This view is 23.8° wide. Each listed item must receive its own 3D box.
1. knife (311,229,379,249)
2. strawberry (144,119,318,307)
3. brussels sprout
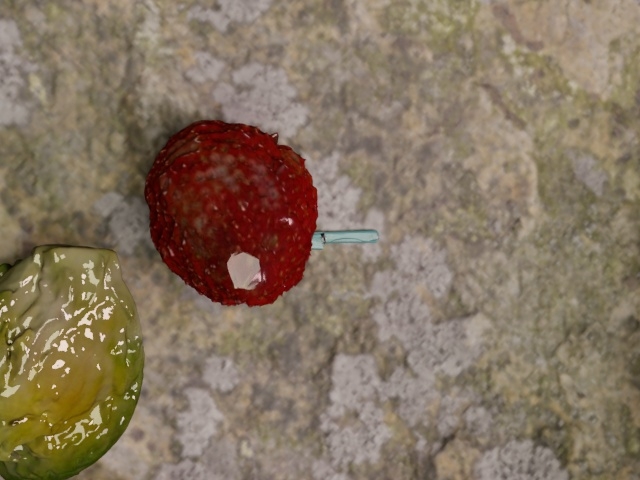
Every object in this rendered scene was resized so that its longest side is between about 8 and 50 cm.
[{"bbox_3d":[0.000,0.000,1.126,0.091,0.005,0.014,-2,96,-15],"label":"knife"},{"bbox_3d":[-0.058,-0.019,1.033,0.131,0.148,0.131,-2,97,-16],"label":"strawberry"},{"bbox_3d":[-0.190,0.085,1.041,0.139,0.100,0.181,14,93,-27],"label":"brussels sprout"}]
